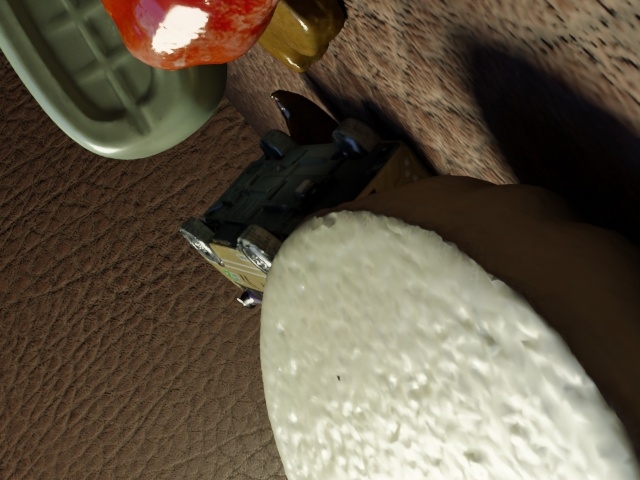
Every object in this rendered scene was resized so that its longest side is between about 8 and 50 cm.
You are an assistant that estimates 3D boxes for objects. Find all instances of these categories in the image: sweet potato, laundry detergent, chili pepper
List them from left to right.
[{"bbox_3d":[-0.167,-0.225,0.787,0.264,0.124,0.398,58,-169,-12],"label":"laundry detergent"},{"bbox_3d":[-0.069,-0.132,0.456,0.192,0.084,0.086,-23,81,66],"label":"chili pepper"},{"bbox_3d":[0.038,-0.056,0.892,0.264,0.057,0.057,46,-179,-29],"label":"sweet potato"}]

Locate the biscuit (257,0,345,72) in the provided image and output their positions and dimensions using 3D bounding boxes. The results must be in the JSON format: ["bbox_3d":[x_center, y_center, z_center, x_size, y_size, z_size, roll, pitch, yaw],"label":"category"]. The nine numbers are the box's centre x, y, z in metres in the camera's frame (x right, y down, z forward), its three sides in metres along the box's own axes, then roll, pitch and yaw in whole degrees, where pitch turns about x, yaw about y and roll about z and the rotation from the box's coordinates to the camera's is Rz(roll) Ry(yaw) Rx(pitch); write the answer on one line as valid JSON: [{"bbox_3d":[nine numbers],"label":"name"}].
[{"bbox_3d":[-0.099,-0.230,0.570,0.301,0.043,0.278,50,179,-28],"label":"biscuit"}]

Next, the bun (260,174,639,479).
[{"bbox_3d":[0.106,0.084,0.422,0.263,0.175,0.263,30,131,43],"label":"bun"}]

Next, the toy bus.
[{"bbox_3d":[0.000,0.000,0.761,0.157,0.139,0.289,47,164,-20],"label":"toy bus"}]
